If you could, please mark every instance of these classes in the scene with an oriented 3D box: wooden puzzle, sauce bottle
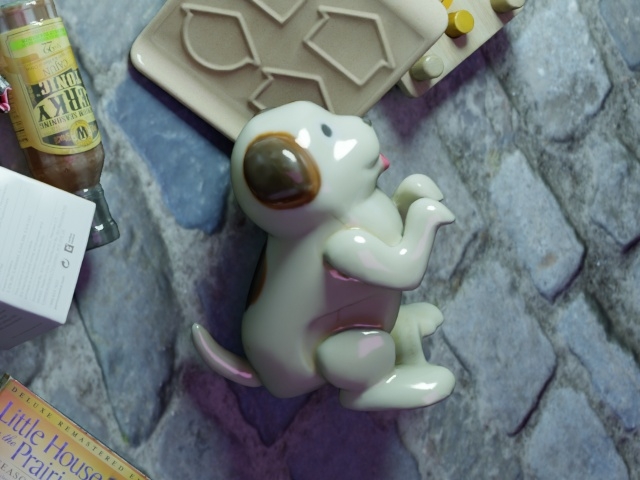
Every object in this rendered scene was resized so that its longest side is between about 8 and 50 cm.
[{"bbox_3d":[-0.045,-0.297,1.847,0.322,0.080,0.348,36,114,-18],"label":"wooden puzzle"},{"bbox_3d":[-0.356,-0.155,1.759,0.111,0.111,0.345,-23,101,-22],"label":"sauce bottle"}]

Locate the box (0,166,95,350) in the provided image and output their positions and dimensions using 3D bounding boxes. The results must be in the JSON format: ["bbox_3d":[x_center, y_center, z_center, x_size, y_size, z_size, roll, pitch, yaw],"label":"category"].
[{"bbox_3d":[-0.491,-0.007,1.618,0.345,0.215,0.168,22,66,-26],"label":"box"}]

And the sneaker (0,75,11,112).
[{"bbox_3d":[-0.438,-0.179,1.718,0.057,0.119,0.047,37,49,2],"label":"sneaker"}]

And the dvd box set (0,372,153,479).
[{"bbox_3d":[-0.436,0.437,1.765,0.307,0.062,0.420,40,76,-20],"label":"dvd box set"}]

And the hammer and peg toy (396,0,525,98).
[{"bbox_3d":[0.134,-0.432,1.959,0.266,0.127,0.361,-40,106,-18],"label":"hammer and peg toy"}]

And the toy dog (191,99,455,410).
[{"bbox_3d":[0.000,0.000,1.832,0.395,0.284,0.408,-6,113,12],"label":"toy dog"}]
